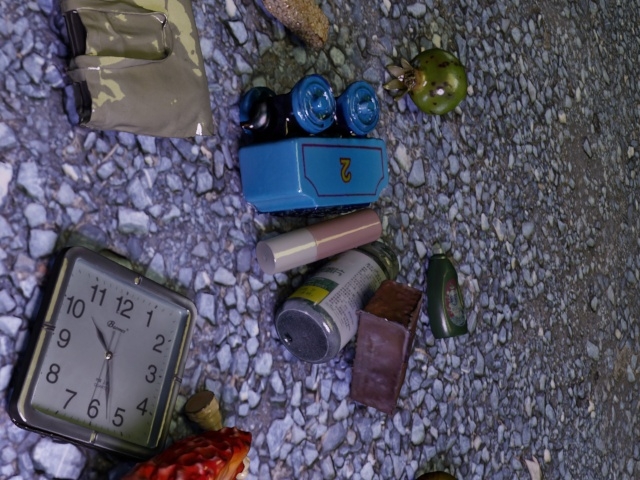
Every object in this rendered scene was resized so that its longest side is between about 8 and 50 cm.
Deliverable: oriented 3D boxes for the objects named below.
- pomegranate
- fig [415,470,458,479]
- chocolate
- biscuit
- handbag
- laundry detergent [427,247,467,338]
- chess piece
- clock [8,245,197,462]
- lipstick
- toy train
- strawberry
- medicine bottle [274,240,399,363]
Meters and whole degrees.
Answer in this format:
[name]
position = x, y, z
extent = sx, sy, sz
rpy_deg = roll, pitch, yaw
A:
[pomegranate]
position = 0.243, -0.370, 2.065
extent = 0.220, 0.156, 0.156
rpy_deg = -8, 89, -19
[fig]
position = 0.272, 0.579, 1.937
extent = 0.236, 0.124, 0.124
rpy_deg = 50, 45, -58
[chocolate]
position = 0.131, 0.205, 1.705
extent = 0.321, 0.112, 0.112
rpy_deg = 93, 24, -49
[biscuit]
position = -0.047, -0.460, 1.779
extent = 0.168, 0.070, 0.082
rpy_deg = 35, 62, -43
[handbag]
position = -0.301, -0.318, 1.428
extent = 0.253, 0.109, 0.315
rpy_deg = -9, 90, -45
[laundry detergent]
position = 0.295, 0.123, 2.075
extent = 0.137, 0.063, 0.210
rpy_deg = 0, 80, -53
[chess piece]
position = -0.168, 0.338, 1.497
extent = 0.060, 0.060, 0.172
rpy_deg = -48, 121, -43
[clock]
position = -0.325, 0.179, 1.346
extent = 0.273, 0.049, 0.278
rpy_deg = 34, 59, -42
[lipstick]
position = 0.000, 0.000, 1.691
extent = 0.255, 0.070, 0.070
rpy_deg = -18, 97, -33
[toy train]
position = -0.015, -0.173, 1.678
extent = 0.300, 0.188, 0.264
rpy_deg = -7, 93, -51
[strawberry]
position = -0.227, 0.393, 1.330
extent = 0.336, 0.149, 0.265
rpy_deg = -45, 153, -60
[medicine bottle]
position = 0.044, 0.108, 1.720
extent = 0.293, 0.141, 0.141
rpy_deg = -40, 113, -45
